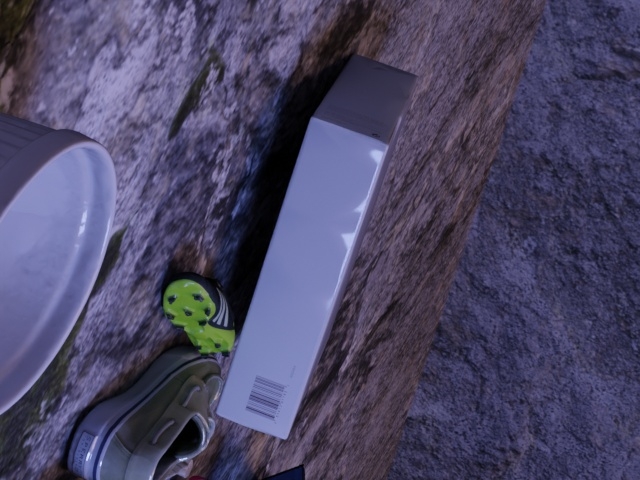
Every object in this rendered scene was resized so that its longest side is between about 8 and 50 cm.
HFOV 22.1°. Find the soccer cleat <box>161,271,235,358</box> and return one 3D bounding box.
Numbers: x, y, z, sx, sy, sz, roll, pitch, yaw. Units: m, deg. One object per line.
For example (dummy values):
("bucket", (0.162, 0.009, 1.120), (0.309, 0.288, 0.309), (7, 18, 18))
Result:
("soccer cleat", (-0.128, 0.064, 1.725), (0.179, 0.060, 0.072), (70, 18, -63))

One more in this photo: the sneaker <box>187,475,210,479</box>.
("sneaker", (-0.159, 0.398, 2.081), (0.121, 0.112, 0.299), (-44, 168, -44))

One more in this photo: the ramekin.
("ramekin", (-0.234, 0.009, 1.086), (0.207, 0.109, 0.207), (-59, 164, -28))

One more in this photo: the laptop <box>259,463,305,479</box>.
("laptop", (-0.157, 0.527, 2.233), (0.408, 0.236, 0.382), (-32, 176, -15))

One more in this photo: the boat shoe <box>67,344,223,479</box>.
("boat shoe", (-0.162, 0.196, 1.716), (0.302, 0.094, 0.109), (-36, 148, -66))

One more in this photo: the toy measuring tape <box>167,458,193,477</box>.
("toy measuring tape", (-0.216, 0.298, 1.661), (0.121, 0.121, 0.330), (-68, 168, 11))

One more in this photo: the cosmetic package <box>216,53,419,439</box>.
("cosmetic package", (0.000, 0.000, 1.900), (0.284, 0.097, 0.377), (-58, 167, -67))
